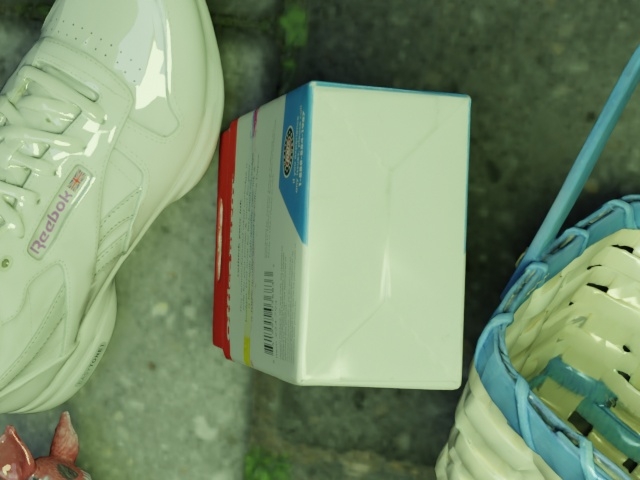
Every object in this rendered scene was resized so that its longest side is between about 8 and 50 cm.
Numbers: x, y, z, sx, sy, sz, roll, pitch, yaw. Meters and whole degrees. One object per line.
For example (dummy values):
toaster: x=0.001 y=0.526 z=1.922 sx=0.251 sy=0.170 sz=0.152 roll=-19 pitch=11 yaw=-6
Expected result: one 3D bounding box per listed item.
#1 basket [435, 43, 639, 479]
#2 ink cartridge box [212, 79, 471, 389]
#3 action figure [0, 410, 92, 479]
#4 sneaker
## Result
basket: x=0.188 y=0.066 z=0.598 sx=0.255 sy=0.201 sz=0.289 roll=40 pitch=139 yaw=11
ink cartridge box: x=0.000 y=0.000 z=0.693 sx=0.078 sy=0.231 sz=0.134 roll=3 pitch=89 yaw=-14
action figure: x=-0.194 y=0.284 z=0.825 sx=0.276 sy=0.248 sz=0.370 roll=5 pitch=84 yaw=62
sneaker: x=-0.151 y=-0.027 z=0.754 sx=0.114 sy=0.152 sz=0.305 roll=27 pitch=103 yaw=22
